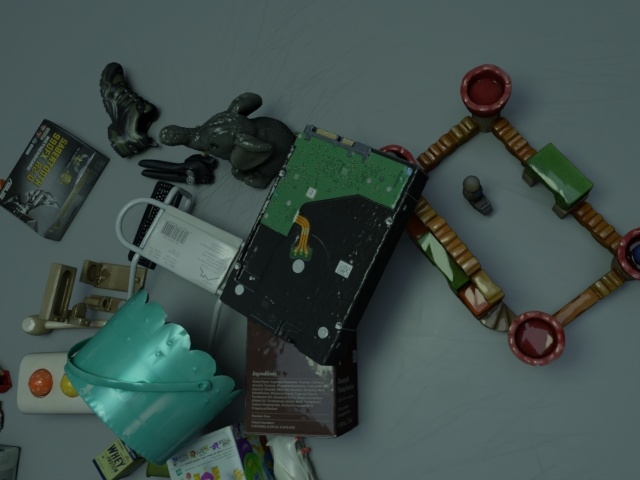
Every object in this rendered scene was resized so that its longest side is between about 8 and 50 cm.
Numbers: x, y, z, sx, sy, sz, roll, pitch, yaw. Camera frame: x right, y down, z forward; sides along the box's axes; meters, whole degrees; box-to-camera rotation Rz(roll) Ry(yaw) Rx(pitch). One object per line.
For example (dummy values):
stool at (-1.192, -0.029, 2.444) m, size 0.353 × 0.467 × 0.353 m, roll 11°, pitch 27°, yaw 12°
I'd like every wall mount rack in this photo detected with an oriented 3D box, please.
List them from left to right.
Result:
wall mount rack at (-0.263, 0.070, 1.168) m, size 0.350 × 0.130 × 0.304 m, roll 26°, pitch 84°, yaw 13°

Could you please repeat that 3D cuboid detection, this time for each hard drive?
hard drive at (0.000, 0.000, 0.947) m, size 0.237 × 0.064 × 0.339 m, roll 26°, pitch 93°, yaw 30°

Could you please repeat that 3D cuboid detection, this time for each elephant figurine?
elephant figurine at (-0.157, -0.200, 1.131) m, size 0.169 × 0.239 × 0.186 m, roll 33°, pitch 90°, yaw 19°

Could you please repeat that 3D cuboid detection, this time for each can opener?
can opener at (-0.318, -0.152, 1.274) m, size 0.186 × 0.073 × 0.059 m, roll 1°, pitch 119°, yaw 19°

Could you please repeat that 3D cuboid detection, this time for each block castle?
block castle at (0.315, -0.044, 0.981) m, size 0.303 × 0.213 × 0.453 m, roll -39°, pitch 72°, yaw 6°

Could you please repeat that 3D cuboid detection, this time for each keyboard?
keyboard at (-0.358, -0.035, 1.266) m, size 0.100 × 0.038 × 0.192 m, roll 18°, pitch 86°, yaw 18°

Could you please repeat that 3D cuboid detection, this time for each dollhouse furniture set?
dollhouse furniture set at (-0.468, 0.109, 1.207) m, size 0.123 × 0.151 × 0.144 m, roll 6°, pitch 79°, yaw 16°

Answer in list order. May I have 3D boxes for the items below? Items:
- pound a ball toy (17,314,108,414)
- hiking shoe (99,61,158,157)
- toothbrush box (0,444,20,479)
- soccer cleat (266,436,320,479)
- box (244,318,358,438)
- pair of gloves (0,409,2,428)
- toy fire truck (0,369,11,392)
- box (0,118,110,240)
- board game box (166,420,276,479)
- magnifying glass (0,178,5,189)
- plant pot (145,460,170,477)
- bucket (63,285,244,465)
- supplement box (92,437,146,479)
pound a ball toy at (-0.500, 0.253, 1.201) m, size 0.319 × 0.136 × 0.208 m, roll -4°, pitch 79°, yaw 15°
hiking shoe at (-0.429, -0.303, 1.323) m, size 0.114 × 0.086 × 0.227 m, roll -12°, pitch 82°, yaw 0°
toothbrush box at (-0.832, 0.492, 1.210) m, size 0.295 × 0.216 × 0.126 m, roll 2°, pitch 80°, yaw 16°
soccer cleat at (-0.042, 0.452, 1.072) m, size 0.076 × 0.068 × 0.196 m, roll -27°, pitch 67°, yaw 15°
box at (-0.030, 0.241, 1.050) m, size 0.167 × 0.168 × 0.203 m, roll -3°, pitch 80°, yaw 16°
pair of gloves at (-0.753, 0.402, 1.312) m, size 0.083 × 0.010 × 0.074 m, roll -7°, pitch 79°, yaw 17°
toy fire truck at (-0.804, 0.291, 1.328) m, size 0.135 × 0.047 × 0.192 m, roll -38°, pitch 71°, yaw 6°
box at (-0.628, -0.142, 1.353) m, size 0.183 × 0.056 × 0.231 m, roll 32°, pitch 90°, yaw 19°
board game box at (-0.155, 0.486, 1.054) m, size 0.144 × 0.142 × 0.275 m, roll -23°, pitch 74°, yaw 11°
magnifying glass at (-0.880, -0.108, 1.436) m, size 0.231 × 0.026 × 0.092 m, roll -14°, pitch 76°, yaw 12°
plant pot at (-0.289, 0.435, 1.142) m, size 0.079 × 0.083 × 0.083 m, roll 14°, pitch 84°, yaw 6°
bucket at (-0.289, 0.234, 1.004) m, size 0.281 × 0.281 × 0.183 m, roll 39°, pitch 72°, yaw 19°
supplement box at (-0.391, 0.432, 1.163) m, size 0.083 × 0.083 × 0.056 m, roll -41°, pitch 73°, yaw 4°
